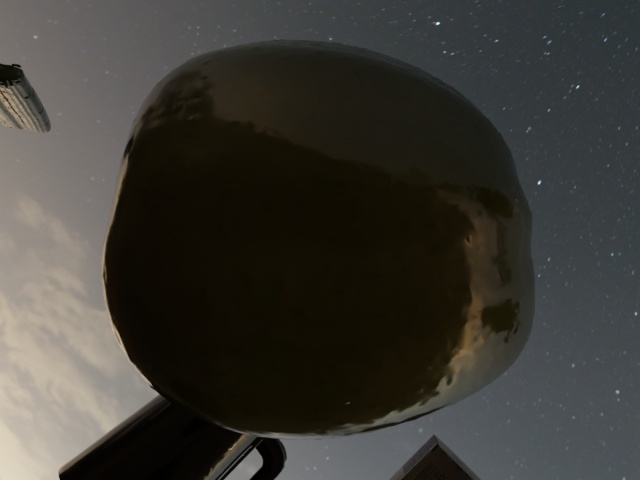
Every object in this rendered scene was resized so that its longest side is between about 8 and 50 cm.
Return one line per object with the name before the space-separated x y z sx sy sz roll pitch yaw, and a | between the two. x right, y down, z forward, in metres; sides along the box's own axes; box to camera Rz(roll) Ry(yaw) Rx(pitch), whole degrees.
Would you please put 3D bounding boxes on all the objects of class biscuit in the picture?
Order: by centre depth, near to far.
biscuit | -0.524 -0.233 0.827 0.322 0.099 0.038 172 -75 -68

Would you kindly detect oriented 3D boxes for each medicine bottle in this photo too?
medicine bottle | 0.169 0.434 0.757 0.171 0.052 0.201 43 -89 3

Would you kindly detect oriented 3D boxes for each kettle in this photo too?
kettle | -0.237 0.389 0.857 0.262 0.308 0.203 45 -24 16

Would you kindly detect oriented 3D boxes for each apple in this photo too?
apple | 0.000 0.000 0.572 0.474 0.474 0.473 17 -56 27
